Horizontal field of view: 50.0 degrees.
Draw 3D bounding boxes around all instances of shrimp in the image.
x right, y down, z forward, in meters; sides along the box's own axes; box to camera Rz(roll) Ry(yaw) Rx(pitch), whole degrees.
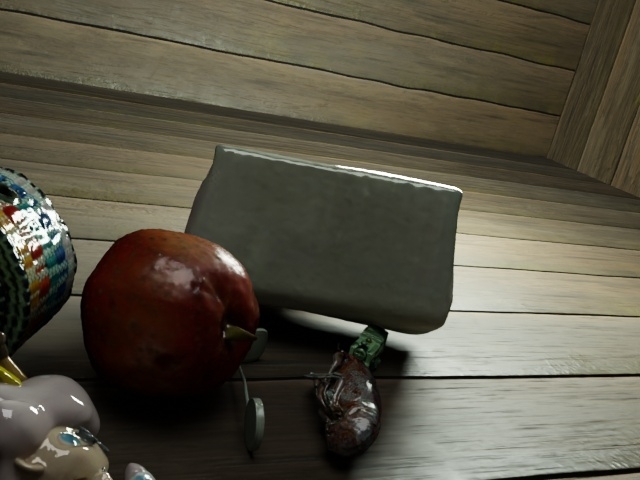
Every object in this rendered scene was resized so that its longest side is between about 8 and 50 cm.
[{"bbox_3d":[0.027,0.166,0.742,0.073,0.075,0.190,-19,27,3],"label":"shrimp"}]

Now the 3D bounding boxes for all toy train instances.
[{"bbox_3d":[0.055,0.141,0.851,0.033,0.053,0.083,20,18,18],"label":"toy train"}]

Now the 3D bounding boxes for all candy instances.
[{"bbox_3d":[0.000,0.002,0.921,0.358,0.208,0.145,11,-5,-4],"label":"candy"}]

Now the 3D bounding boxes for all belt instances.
[{"bbox_3d":[-0.398,0.024,0.644,0.295,0.207,0.160,11,16,-3],"label":"belt"}]

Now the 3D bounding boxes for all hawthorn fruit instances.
[{"bbox_3d":[-0.138,0.077,0.698,0.200,0.179,0.179,6,13,28],"label":"hawthorn fruit"}]

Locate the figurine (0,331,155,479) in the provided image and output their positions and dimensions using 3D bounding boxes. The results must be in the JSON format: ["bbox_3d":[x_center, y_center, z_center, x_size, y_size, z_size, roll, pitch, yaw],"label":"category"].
[{"bbox_3d":[-0.197,0.171,0.506,0.229,0.112,0.137,34,-17,23],"label":"figurine"}]

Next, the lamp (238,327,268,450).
[{"bbox_3d":[-0.069,0.153,0.735,0.056,0.050,0.198,9,19,-18],"label":"lamp"}]
